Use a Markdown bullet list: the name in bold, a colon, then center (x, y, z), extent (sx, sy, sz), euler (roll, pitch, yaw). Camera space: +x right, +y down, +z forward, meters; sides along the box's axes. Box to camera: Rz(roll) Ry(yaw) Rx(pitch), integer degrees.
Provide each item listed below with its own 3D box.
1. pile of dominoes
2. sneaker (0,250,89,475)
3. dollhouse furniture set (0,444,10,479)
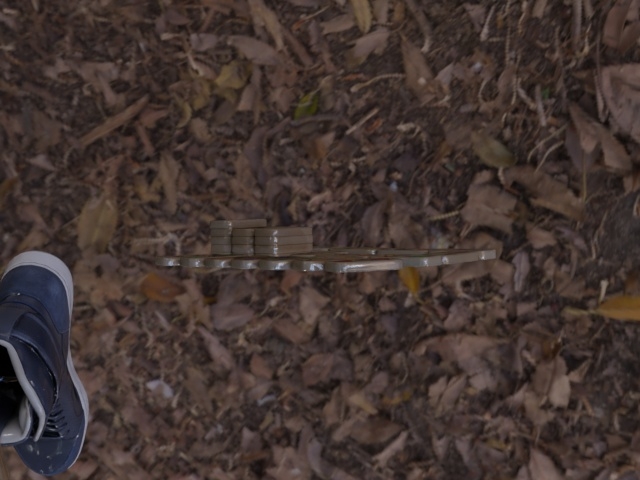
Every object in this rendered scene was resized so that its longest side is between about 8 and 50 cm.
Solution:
- **pile of dominoes**: center (0.000, 0.000, 0.778), extent (0.251, 0.196, 0.040), euler (0, 92, 39)
- **sneaker**: center (-0.250, 0.145, 0.728), extent (0.086, 0.163, 0.226), euler (0, 118, -5)
- **dollhouse furniture set**: center (-0.235, 0.160, 0.252), extent (0.242, 0.212, 0.161), euler (-33, 60, 9)
